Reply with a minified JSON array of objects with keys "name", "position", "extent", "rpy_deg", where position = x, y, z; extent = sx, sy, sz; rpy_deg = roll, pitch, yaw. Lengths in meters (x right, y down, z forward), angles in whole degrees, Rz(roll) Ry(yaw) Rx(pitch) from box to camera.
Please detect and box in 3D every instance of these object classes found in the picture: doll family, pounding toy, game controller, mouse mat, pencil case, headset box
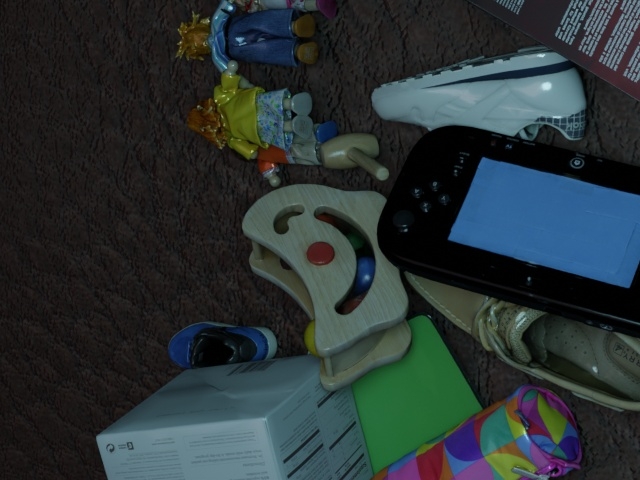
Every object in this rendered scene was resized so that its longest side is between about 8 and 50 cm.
[{"name":"doll family","position":[-0.078,-0.187,1.705],"extent":[0.163,0.118,0.263],"rpy_deg":[3,96,36]},{"name":"pounding toy","position":[0.000,0.000,1.594],"extent":[0.154,0.155,0.269],"rpy_deg":[-9,53,0]},{"name":"game controller","position":[0.217,-0.012,1.466],"extent":[0.319,0.067,0.166],"rpy_deg":[16,70,19]},{"name":"mouse mat","position":[0.075,0.172,1.655],"extent":[0.190,0.007,0.152],"rpy_deg":[-28,94,30]},{"name":"pencil case","position":[0.151,0.232,1.579],"extent":[0.236,0.104,0.104],"rpy_deg":[-37,72,34]},{"name":"headset box","position":[0.287,-0.199,1.376],"extent":[0.293,0.218,0.110],"rpy_deg":[36,114,30]}]

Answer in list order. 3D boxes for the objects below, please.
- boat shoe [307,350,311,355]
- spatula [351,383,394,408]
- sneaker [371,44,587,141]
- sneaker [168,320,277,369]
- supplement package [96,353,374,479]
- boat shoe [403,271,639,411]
[{"name":"boat shoe","position":[-0.002,0.132,1.715],"extent":[0.048,0.056,0.153],"rpy_deg":[22,113,28]},{"name":"spatula","position":[0.031,0.212,1.709],"extent":[0.084,0.030,0.296],"rpy_deg":[27,112,14]},{"name":"sneaker","position":[0.152,-0.132,1.567],"extent":[0.235,0.090,0.095],"rpy_deg":[-5,106,40]},{"name":"sneaker","position":[-0.132,0.124,1.790],"extent":[0.152,0.084,0.058],"rpy_deg":[-1,93,37]},{"name":"supplement package","position":[-0.069,0.278,1.636],"extent":[0.199,0.198,0.262],"rpy_deg":[-9,102,26]},{"name":"boat shoe","position":[0.207,0.066,1.520],"extent":[0.341,0.110,0.121],"rpy_deg":[24,107,32]}]
